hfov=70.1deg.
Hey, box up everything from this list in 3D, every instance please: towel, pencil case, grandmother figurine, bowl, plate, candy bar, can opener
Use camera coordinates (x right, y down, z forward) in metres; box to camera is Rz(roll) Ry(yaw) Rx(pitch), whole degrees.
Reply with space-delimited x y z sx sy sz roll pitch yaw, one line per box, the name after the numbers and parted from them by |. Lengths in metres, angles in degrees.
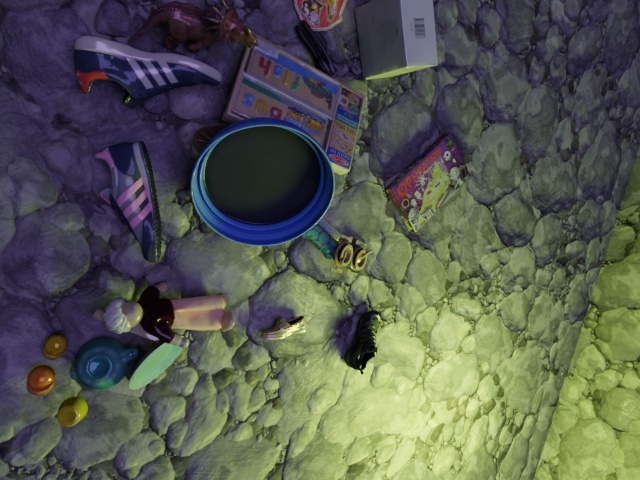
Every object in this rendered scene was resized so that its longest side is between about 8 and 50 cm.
0.094 -0.477 1.500 0.148 0.027 0.110 -5 102 -30 | towel
0.000 0.000 1.503 0.070 0.064 0.151 -43 118 7 | pencil case
-0.410 0.192 1.227 0.342 0.208 0.104 5 123 -46 | grandmother figurine
-0.157 -0.157 1.262 0.390 0.077 0.391 -7 131 -8 | bowl
-0.452 0.329 1.255 0.024 0.188 0.188 40 74 13 | plate
0.020 -0.048 1.535 0.161 0.018 0.040 41 77 -28 | candy bar
-0.010 -0.587 1.402 0.059 0.073 0.186 -36 108 -12 | can opener

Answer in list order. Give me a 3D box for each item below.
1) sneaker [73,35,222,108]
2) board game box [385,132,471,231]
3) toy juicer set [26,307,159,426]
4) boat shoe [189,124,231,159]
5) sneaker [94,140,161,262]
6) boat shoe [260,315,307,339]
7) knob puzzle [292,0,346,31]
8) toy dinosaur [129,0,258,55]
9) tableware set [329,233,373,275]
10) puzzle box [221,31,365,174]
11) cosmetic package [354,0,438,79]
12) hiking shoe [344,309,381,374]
-0.429 -0.402 1.158 0.349 0.131 0.148 2 104 -25 | sneaker
0.413 -0.219 1.722 0.347 0.056 0.208 -43 112 -17 | board game box
-0.603 0.300 1.200 0.209 0.089 0.329 45 75 -9 | toy juicer set
-0.235 -0.286 1.316 0.285 0.089 0.105 -10 80 -31 | boat shoe
-0.495 -0.092 1.189 0.131 0.112 0.319 -8 100 -12 | sneaker
-0.120 0.281 1.486 0.170 0.063 0.059 -7 99 -39 | boat shoe
-0.004 -0.734 1.398 0.213 0.030 0.213 -6 102 -30 | knob puzzle
-0.320 -0.549 1.143 0.295 0.200 0.127 -9 103 -28 | toy dinosaur
0.113 0.057 1.553 0.194 0.039 0.128 18 89 -56 | tableware set
-0.065 -0.393 1.348 0.408 0.052 0.272 20 73 -26 | puzzle box
0.236 -0.645 1.440 0.138 0.224 0.224 -17 107 -30 | cosmetic package
0.177 0.366 1.640 0.086 0.114 0.227 25 85 -32 | hiking shoe
